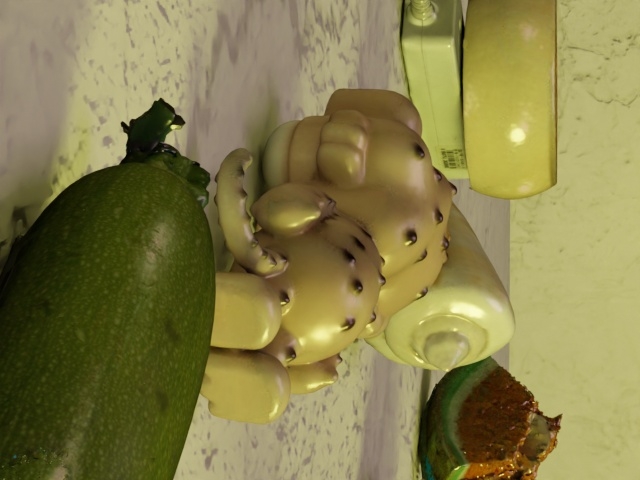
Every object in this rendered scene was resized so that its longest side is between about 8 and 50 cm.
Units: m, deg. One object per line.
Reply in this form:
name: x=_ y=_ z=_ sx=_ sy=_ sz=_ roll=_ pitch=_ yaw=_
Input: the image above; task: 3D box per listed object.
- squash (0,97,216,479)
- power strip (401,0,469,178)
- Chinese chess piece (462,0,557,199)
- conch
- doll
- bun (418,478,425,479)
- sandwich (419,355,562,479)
squash: x=-0.084 y=0.054 z=0.508 sx=0.331 sy=0.087 sz=0.087 roll=-76 pitch=163 yaw=-50
power strip: x=0.132 y=-0.179 z=1.664 sx=0.338 sy=0.058 sz=0.098 roll=70 pitch=24 yaw=-61
Chinese chess piece: x=0.216 y=-0.170 z=1.696 sx=0.251 sy=0.097 sz=0.251 roll=1 pitch=90 yaw=-80
conch: x=0.076 y=0.023 z=1.321 sx=0.158 sy=0.127 sz=0.255 roll=46 pitch=13 yaw=-33
doll: x=0.000 y=0.002 z=0.898 sx=0.278 sy=0.119 sz=0.154 roll=-36 pitch=126 yaw=-64
bun: x=0.106 y=0.326 z=1.387 sx=0.220 sy=0.134 sz=0.220 roll=-3 pitch=90 yaw=-79
sandwich: x=0.185 y=0.230 z=1.771 sx=0.235 sy=0.159 sz=0.079 roll=-53 pitch=153 yaw=-37
